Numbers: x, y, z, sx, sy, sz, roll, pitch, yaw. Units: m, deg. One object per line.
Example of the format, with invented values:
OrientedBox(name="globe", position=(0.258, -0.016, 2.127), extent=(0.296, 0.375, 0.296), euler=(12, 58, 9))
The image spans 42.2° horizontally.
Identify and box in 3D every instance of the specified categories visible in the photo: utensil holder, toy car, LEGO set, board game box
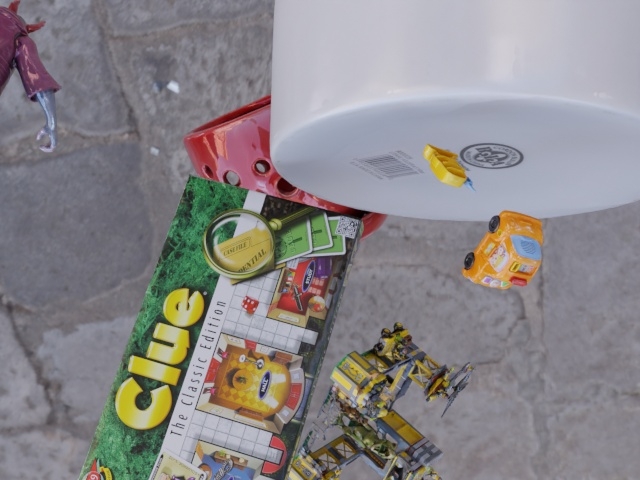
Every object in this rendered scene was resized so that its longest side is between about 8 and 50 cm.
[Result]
OrientedBox(name="utensil holder", position=(0.125, -0.235, 0.649), extent=(0.327, 0.385, 0.327), euler=(3, 167, 1))
OrientedBox(name="toy car", position=(0.094, -0.003, 0.509), extent=(0.122, 0.040, 0.060), euler=(31, 114, -35))
OrientedBox(name="LEGO set", position=(0.111, 0.321, 1.344), extent=(0.192, 0.255, 0.331), euler=(38, 114, 26))
OrientedBox(name="board game box", position=(-0.070, 0.090, 0.576), extent=(0.136, 0.260, 0.030), euler=(14, 165, 11))

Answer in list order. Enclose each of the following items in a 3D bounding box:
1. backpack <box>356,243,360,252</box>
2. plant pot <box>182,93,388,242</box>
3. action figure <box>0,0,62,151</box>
OrientedBox(name="backpack", position=(0.000, 0.000, 1.055), extent=(0.084, 0.105, 0.114), euler=(36, 134, 20))
OrientedBox(name="plant pot", position=(-0.031, -0.071, 0.892), extent=(0.191, 0.191, 0.174), euler=(-17, 104, 16))
OrientedBox(name="action figure", position=(-0.505, -0.233, 1.151), extent=(0.248, 0.370, 0.276), euler=(13, 145, 5))
